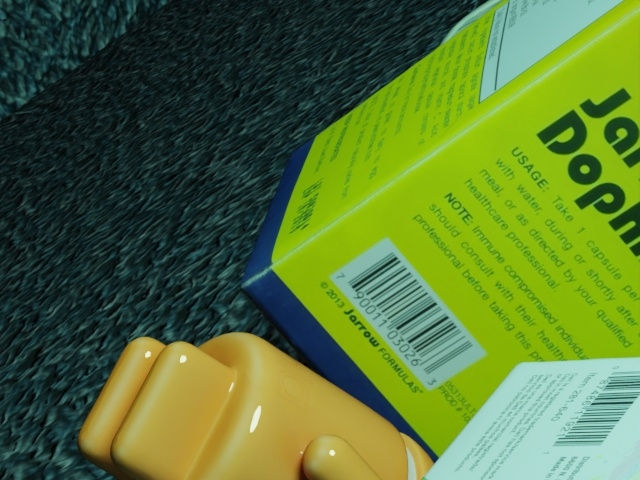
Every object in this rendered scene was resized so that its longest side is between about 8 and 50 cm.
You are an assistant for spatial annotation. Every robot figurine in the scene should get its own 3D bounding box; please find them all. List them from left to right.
[{"bbox_3d":[-0.020,0.134,0.953,0.158,0.219,0.128,-37,32,31],"label":"robot figurine"}]

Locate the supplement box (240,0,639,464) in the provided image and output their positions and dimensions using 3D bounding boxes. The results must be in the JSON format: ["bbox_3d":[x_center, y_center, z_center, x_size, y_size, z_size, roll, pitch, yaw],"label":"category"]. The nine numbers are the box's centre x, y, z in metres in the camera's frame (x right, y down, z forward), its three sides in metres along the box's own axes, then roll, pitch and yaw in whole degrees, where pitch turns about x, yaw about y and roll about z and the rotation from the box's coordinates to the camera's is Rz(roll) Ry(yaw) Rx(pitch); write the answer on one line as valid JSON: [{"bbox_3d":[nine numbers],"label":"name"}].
[{"bbox_3d":[0.159,-0.039,1.046,0.357,0.195,0.194,-35,16,23],"label":"supplement box"}]

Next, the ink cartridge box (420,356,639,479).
[{"bbox_3d":[0.166,0.150,0.785,0.278,0.117,0.201,-7,29,46],"label":"ink cartridge box"}]

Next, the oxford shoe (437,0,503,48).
[{"bbox_3d":[0.289,-0.209,1.438,0.449,0.169,0.130,-33,16,11],"label":"oxford shoe"}]
